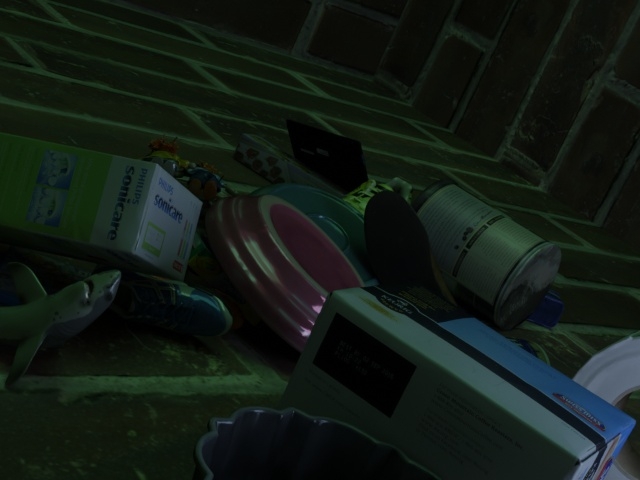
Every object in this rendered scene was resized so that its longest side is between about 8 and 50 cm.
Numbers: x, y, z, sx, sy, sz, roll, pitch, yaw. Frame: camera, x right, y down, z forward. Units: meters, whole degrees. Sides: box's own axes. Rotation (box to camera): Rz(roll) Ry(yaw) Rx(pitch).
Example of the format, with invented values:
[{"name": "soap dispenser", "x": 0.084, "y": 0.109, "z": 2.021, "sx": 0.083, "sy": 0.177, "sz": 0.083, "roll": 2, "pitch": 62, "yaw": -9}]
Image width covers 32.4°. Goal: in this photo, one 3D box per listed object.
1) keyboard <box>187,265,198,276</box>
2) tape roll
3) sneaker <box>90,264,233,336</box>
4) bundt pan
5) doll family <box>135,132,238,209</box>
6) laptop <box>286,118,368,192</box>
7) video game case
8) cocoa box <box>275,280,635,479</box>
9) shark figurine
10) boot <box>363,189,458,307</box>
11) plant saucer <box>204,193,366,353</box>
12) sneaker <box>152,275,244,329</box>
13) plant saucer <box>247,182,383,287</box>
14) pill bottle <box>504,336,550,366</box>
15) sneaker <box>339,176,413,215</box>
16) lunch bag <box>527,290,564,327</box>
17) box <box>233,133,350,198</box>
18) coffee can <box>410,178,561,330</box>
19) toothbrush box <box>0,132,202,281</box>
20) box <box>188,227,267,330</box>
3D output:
[{"name": "keyboard", "x": -0.229, "y": 0.023, "z": 1.695, "sx": 0.108, "sy": 0.023, "sz": 0.180, "roll": 36, "pitch": -1, "yaw": 1}, {"name": "tape roll", "x": 0.494, "y": 0.272, "z": 1.593, "sx": 0.286, "sy": 0.286, "sz": 0.100, "roll": 33, "pitch": 19, "yaw": 25}, {"name": "sneaker", "x": -0.225, "y": 0.092, "z": 1.515, "sx": 0.211, "sy": 0.080, "sz": 0.081, "roll": 16, "pitch": 22, "yaw": 5}, {"name": "bundt pan", "x": 0.007, "y": 0.306, "z": 1.086, "sx": 0.330, "sy": 0.124, "sz": 0.331, "roll": 23, "pitch": 16, "yaw": -7}, {"name": "doll family", "x": -0.242, "y": -0.117, "z": 2.010, "sx": 0.263, "sy": 0.118, "sz": 0.163, "roll": 21, "pitch": 9, "yaw": -10}, {"name": "laptop", "x": 0.070, "y": -0.164, "z": 2.494, "sx": 0.234, "sy": 0.264, "sz": 0.136, "roll": 21, "pitch": 47, "yaw": 41}, {"name": "video game case", "x": -0.378, "y": 0.058, "z": 1.486, "sx": 0.119, "sy": 0.015, "sz": 0.166, "roll": 22, "pitch": 17, "yaw": -11}, {"name": "cocoa box", "x": 0.153, "y": 0.232, "z": 1.325, "sx": 0.347, "sy": 0.231, "sz": 0.228, "roll": 33, "pitch": 18, "yaw": 26}, {"name": "shark figurine", "x": -0.363, "y": 0.092, "z": 1.324, "sx": 0.278, "sy": 0.166, "sz": 0.116, "roll": 14, "pitch": -17, "yaw": 30}, {"name": "boot", "x": 0.167, "y": 0.056, "z": 1.959, "sx": 0.305, "sy": 0.112, "sz": 0.115, "roll": 66, "pitch": 14, "yaw": 8}, {"name": "plant saucer", "x": -0.032, "y": 0.047, "z": 1.692, "sx": 0.332, "sy": 0.084, "sz": 0.332, "roll": 44, "pitch": 15, "yaw": -15}, {"name": "sneaker", "x": -0.194, "y": 0.093, "z": 1.592, "sx": 0.175, "sy": 0.064, "sz": 0.067, "roll": 21, "pitch": 36, "yaw": 6}, {"name": "plant saucer", "x": 0.000, "y": 0.000, "z": 1.973, "sx": 0.317, "sy": 0.044, "sz": 0.318, "roll": 20, "pitch": 36, "yaw": -16}, {"name": "pill bottle", "x": 0.273, "y": 0.208, "z": 1.779, "sx": 0.186, "sy": 0.112, "sz": 0.112, "roll": 11, "pitch": 22, "yaw": -39}, {"name": "sneaker", "x": 0.072, "y": -0.054, "z": 2.230, "sx": 0.145, "sy": 0.147, "sz": 0.384, "roll": 31, "pitch": 20, "yaw": 15}, {"name": "lunch bag", "x": 0.462, "y": 0.135, "z": 2.341, "sx": 0.098, "sy": 0.067, "sz": 0.065, "roll": 22, "pitch": 16, "yaw": -5}, {"name": "box", "x": -0.054, "y": -0.140, "z": 2.457, "sx": 0.324, "sy": 0.063, "sz": 0.067, "roll": 34, "pitch": 19, "yaw": 27}, {"name": "coffee can", "x": 0.317, "y": 0.026, "z": 2.235, "sx": 0.275, "sy": 0.202, "sz": 0.201, "roll": 35, "pitch": 20, "yaw": 31}, {"name": "toothbrush box", "x": -0.322, "y": -0.045, "z": 1.427, "sx": 0.283, "sy": 0.122, "sz": 0.206, "roll": 10, "pitch": -10, "yaw": 11}, {"name": "box", "x": -0.141, "y": 0.059, "z": 1.665, "sx": 0.179, "sy": 0.043, "sz": 0.105, "roll": 48, "pitch": 1, "yaw": -30}]
